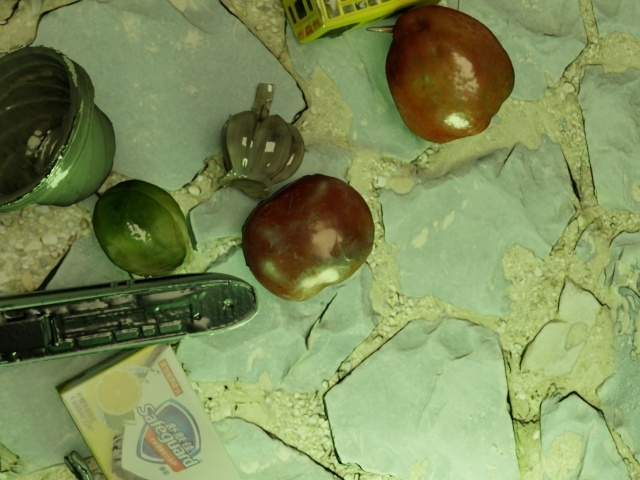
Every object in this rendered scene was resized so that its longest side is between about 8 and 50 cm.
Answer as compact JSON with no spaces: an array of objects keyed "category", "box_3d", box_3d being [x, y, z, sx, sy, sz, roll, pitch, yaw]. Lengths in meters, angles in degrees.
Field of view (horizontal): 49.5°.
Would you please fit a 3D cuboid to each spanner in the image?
[{"category":"spanner","box_3d":[-0.283,0.429,1.010,0.017,0.071,0.301,-37,100,-34]}]

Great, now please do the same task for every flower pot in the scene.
[{"category":"flower pot","box_3d":[-0.371,-0.133,0.935,0.140,0.236,0.235,31,71,-63]}]

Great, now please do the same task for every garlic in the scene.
[{"category":"garlic","box_3d":[-0.088,-0.170,1.103,0.131,0.127,0.194,22,63,-17]}]

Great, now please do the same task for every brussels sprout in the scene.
[{"category":"brussels sprout","box_3d":[-0.261,-0.015,1.011,0.118,0.155,0.155,-19,96,12]}]

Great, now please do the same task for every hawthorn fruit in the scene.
[{"category":"hawthorn fruit","box_3d":[0.196,-0.297,1.182,0.262,0.210,0.210,39,73,-17]}]

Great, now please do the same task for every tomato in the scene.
[{"category":"tomato","box_3d":[0.000,0.000,1.086,0.214,0.155,0.180,-45,121,-18]}]

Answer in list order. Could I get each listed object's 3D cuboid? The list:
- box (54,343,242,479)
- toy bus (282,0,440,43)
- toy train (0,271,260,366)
[{"category":"box","box_3d":[-0.248,0.287,1.013,0.168,0.097,0.265,-27,98,-22]},{"category":"toy bus","box_3d":[0.099,-0.449,1.179,0.330,0.144,0.152,-23,99,-21]},{"category":"toy train","box_3d":[-0.290,0.102,0.968,0.407,0.088,0.086,-7,104,-12]}]
